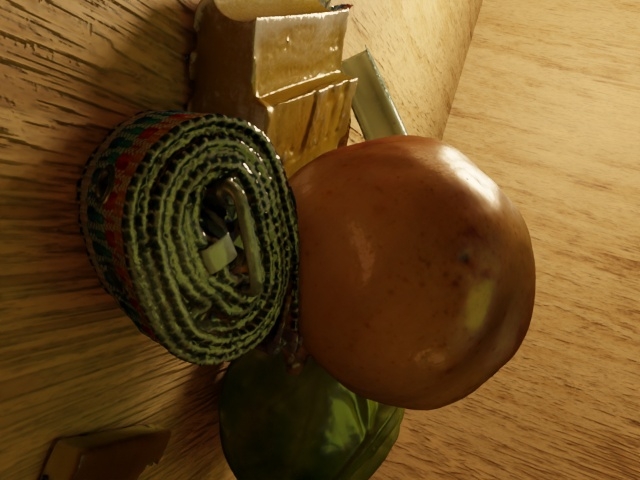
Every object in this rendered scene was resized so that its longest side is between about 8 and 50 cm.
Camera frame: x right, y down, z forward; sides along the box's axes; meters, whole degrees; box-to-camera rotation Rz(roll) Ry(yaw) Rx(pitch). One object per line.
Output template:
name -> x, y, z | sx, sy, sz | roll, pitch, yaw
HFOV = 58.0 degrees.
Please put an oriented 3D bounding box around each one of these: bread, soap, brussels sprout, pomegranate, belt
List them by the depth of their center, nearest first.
belt -> -0.128, 0.008, 0.626 | 0.207, 0.161, 0.294 | -20, 113, -41
bread -> -0.280, 0.298, 0.770 | 0.226, 0.049, 0.088 | 46, 62, -72
soap -> -0.064, -0.210, 0.817 | 0.281, 0.143, 0.259 | -39, 143, -53
pomegranate -> 0.096, 0.052, 0.825 | 0.411, 0.412, 0.411 | 17, 90, -73
brussels sprout -> -0.019, 0.308, 1.081 | 0.361, 0.343, 0.425 | -64, 159, -47
soap -> 0.118, -0.256, 1.185 | 0.150, 0.094, 0.261 | 41, 28, -73

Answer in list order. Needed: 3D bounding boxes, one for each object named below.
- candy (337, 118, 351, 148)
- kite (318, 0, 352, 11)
candy -> 0.008, -0.185, 1.126 | 0.143, 0.101, 0.271 | 74, 29, -75
kite -> 0.017, -0.446, 1.035 | 0.245, 0.015, 0.141 | -46, 151, -55
